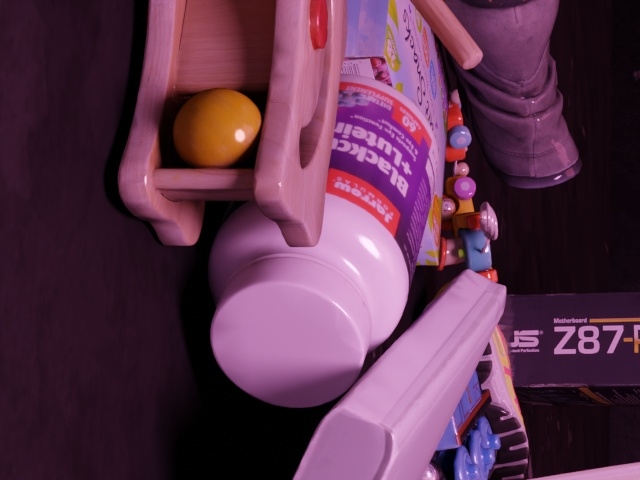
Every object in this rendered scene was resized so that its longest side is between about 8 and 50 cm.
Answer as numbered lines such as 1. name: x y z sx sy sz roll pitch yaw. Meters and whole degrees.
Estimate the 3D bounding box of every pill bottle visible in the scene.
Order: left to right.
1. pill bottle: 0.000 0.000 1.020 0.193 0.108 0.108 -72 156 -54

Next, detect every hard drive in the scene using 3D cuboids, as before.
1. hard drive: 0.021 0.140 1.034 0.203 0.040 0.307 -66 171 17

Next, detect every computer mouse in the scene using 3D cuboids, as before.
1. computer mouse: 0.013 0.127 1.191 0.242 0.041 0.071 67 24 -56

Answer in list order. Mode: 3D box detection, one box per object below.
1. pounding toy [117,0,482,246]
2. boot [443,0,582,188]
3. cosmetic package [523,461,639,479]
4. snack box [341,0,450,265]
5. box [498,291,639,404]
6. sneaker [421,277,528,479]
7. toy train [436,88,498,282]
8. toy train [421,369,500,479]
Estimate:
1. pounding toy: -0.004 -0.122 0.927 0.154 0.155 0.269 75 18 -55
2. boot: 0.109 -0.208 1.396 0.223 0.118 0.338 75 6 -45
3. cosmetic package: 0.205 0.256 1.539 0.309 0.160 0.113 91 -9 -79
4. snack box: 0.037 -0.110 1.257 0.207 0.070 0.174 70 20 -48
5. box: 0.315 0.112 1.820 0.395 0.318 0.097 25 63 -73
6. sneaker: 0.133 0.123 1.585 0.094 0.081 0.208 -72 155 -59
7. toy train: 0.109 -0.039 1.552 0.166 0.046 0.125 -101 -178 -45
8. toy train: 0.086 0.135 1.407 0.184 0.080 0.105 -27 108 -74
